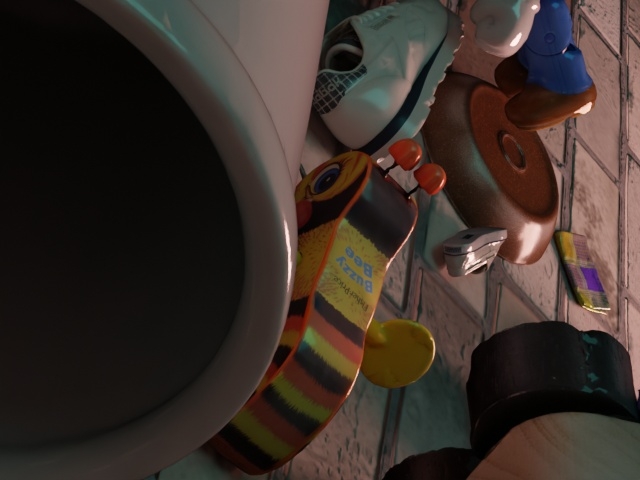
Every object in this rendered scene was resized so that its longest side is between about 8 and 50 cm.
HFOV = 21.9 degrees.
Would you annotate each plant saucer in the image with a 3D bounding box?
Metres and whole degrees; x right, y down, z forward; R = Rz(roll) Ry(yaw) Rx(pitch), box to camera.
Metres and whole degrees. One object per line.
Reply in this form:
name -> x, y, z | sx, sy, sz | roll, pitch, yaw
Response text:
plant saucer -> 0.164, -0.074, 1.516 | 0.198, 0.036, 0.199 | 36, 39, -35

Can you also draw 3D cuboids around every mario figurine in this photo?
mario figurine -> 0.139, -0.260, 1.439 | 0.170, 0.198, 0.321 | -29, 117, -27

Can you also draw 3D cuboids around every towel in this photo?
towel -> 0.251, 0.029, 1.586 | 0.060, 0.009, 0.083 | 16, 53, -51

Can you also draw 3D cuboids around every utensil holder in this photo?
utensil holder -> -0.154, -0.121, 0.811 | 0.327, 0.327, 0.385 | 44, 32, -26

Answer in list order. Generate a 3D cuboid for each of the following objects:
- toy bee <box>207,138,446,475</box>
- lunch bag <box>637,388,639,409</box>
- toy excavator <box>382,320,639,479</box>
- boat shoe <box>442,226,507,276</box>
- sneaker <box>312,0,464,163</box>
toy bee -> 0.000, 0.000, 1.090 | 0.195, 0.162, 0.298 | 24, 47, -43
lunch bag -> 0.379, 0.192, 1.527 | 0.151, 0.128, 0.096 | 53, 33, -17
toy excavator -> 0.245, 0.296, 1.118 | 0.445, 0.433, 0.222 | 15, 47, -15
boat shoe -> 0.132, 0.011, 1.407 | 0.100, 0.035, 0.035 | -24, 114, -62
sneaker -> 0.052, -0.158, 1.375 | 0.095, 0.090, 0.235 | 40, 33, -13
